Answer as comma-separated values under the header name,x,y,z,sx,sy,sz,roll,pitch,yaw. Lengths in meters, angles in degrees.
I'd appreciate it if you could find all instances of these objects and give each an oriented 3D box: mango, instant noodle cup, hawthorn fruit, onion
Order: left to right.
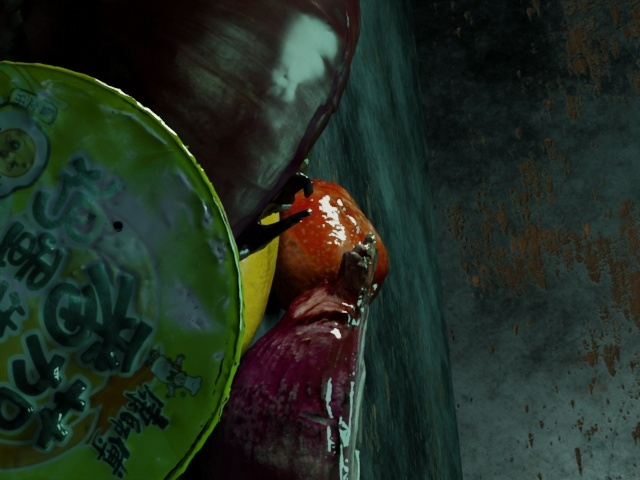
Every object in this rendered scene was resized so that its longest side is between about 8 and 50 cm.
name,x,y,z,sx,sy,sz,roll,pitch,yaw
instant noodle cup,-0.159,0.036,0.880,0.200,0.264,0.264,13,67,-85
onion,-0.129,-0.123,1.130,0.285,0.347,0.347,29,30,-13
mango,-0.106,0.028,1.466,0.262,0.109,0.157,-71,160,-53
onion,-0.033,0.160,1.480,0.267,0.159,0.348,31,63,-88
hawthorn fruit,0.004,0.013,1.883,0.173,0.173,0.179,54,29,-65

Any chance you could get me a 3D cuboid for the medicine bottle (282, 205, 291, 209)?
name,x,y,z,sx,sy,sz,roll,pitch,yaw
medicine bottle,-0.085,-0.122,1.785,0.119,0.069,0.183,-2,83,-77
